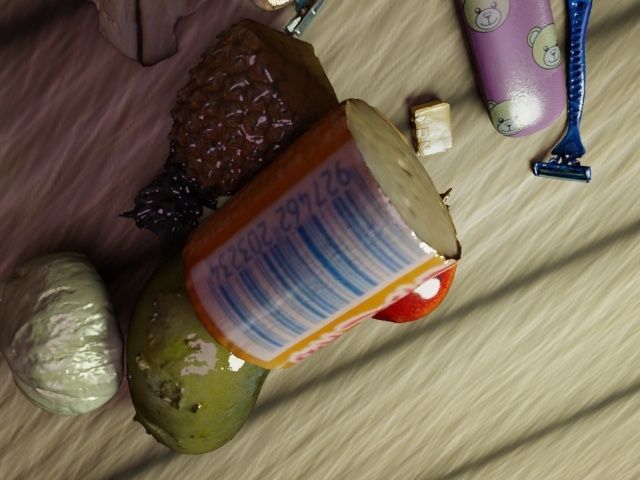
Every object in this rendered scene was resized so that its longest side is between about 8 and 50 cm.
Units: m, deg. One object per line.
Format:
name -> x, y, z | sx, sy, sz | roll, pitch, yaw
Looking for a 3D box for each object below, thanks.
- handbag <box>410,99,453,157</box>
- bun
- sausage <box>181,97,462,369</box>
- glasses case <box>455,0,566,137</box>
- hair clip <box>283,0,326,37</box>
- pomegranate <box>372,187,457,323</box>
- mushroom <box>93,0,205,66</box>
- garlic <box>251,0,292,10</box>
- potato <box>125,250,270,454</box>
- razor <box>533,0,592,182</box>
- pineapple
handbag -> 0.180, -0.179, 0.921 | 0.061, 0.027, 0.083 | -13, 115, -5
bun -> -0.389, 0.133, 0.835 | 0.153, 0.243, 0.244 | -18, 121, -44
sausage -> 0.000, 0.000, 0.711 | 0.287, 0.233, 0.233 | -38, 114, 25
glasses case -> 0.283, -0.308, 0.856 | 0.123, 0.076, 0.317 | -21, 114, 6
hair clip -> 0.007, -0.363, 0.808 | 0.049, 0.049, 0.173 | 40, 96, -22
pomegranate -> 0.123, 0.015, 0.900 | 0.210, 0.210, 0.235 | 40, 84, -22
mushroom -> -0.227, -0.373, 0.732 | 0.162, 0.173, 0.236 | -36, 164, -33
garlic -> -0.045, -0.392, 0.754 | 0.124, 0.099, 0.175 | 42, 111, 21
potato -> -0.184, 0.189, 0.889 | 0.219, 0.269, 0.360 | 25, 116, 17
razor -> 0.406, -0.259, 0.917 | 0.056, 0.093, 0.325 | -23, 117, -44
pineapple -> -0.148, -0.133, 0.816 | 0.362, 0.202, 0.202 | -39, 114, 23
